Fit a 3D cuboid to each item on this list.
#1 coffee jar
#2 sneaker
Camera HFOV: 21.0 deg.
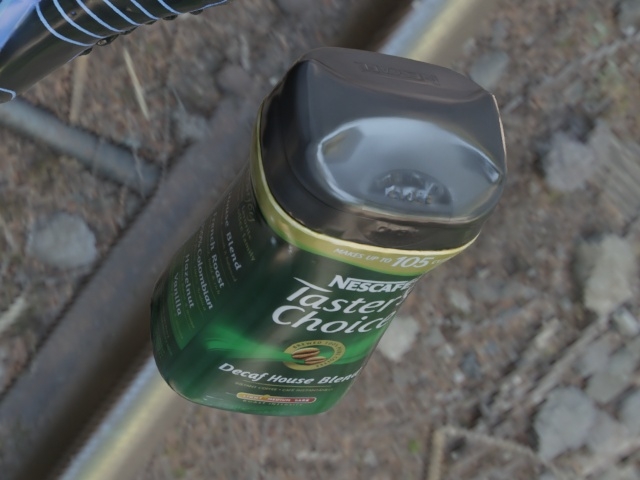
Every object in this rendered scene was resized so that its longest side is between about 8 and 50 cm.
[{"bbox_3d":[0.000,0.000,0.701,0.096,0.079,0.184,8,146,-20],"label":"coffee jar"},{"bbox_3d":[-0.083,-0.114,0.714,0.090,0.081,0.232,21,146,-24],"label":"sneaker"}]
